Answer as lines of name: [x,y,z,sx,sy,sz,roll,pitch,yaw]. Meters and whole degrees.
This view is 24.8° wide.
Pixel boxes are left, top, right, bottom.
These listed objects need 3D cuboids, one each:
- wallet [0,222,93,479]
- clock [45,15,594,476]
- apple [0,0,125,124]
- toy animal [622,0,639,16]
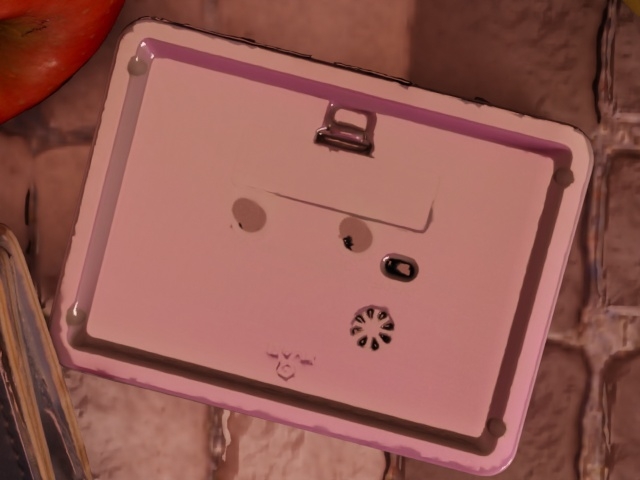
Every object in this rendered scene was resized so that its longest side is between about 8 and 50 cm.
wallet: [-0.209,0.078,0.598,0.230,0.069,0.170,-11,96,20]
clock: [0.000,0.000,0.609,0.197,0.063,0.150,14,94,2]
apple: [-0.161,-0.131,0.558,0.181,0.181,0.168,-32,67,4]
toy animal: [0.151,-0.172,0.526,0.338,0.216,0.191,25,121,-4]
